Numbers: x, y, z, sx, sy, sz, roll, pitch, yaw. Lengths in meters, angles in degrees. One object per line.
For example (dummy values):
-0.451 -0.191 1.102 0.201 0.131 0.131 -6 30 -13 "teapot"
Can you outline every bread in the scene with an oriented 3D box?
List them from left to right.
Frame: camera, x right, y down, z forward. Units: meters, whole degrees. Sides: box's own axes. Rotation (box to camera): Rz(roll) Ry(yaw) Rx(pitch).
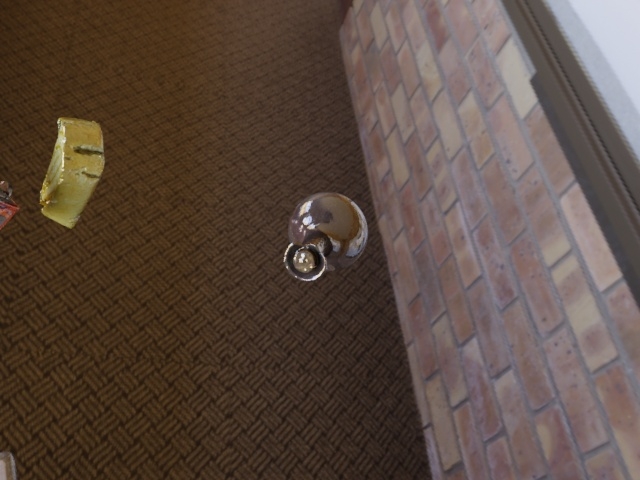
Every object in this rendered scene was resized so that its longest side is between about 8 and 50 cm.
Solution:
-0.346 -0.096 0.854 0.064 0.156 0.118 12 43 -30 "bread"

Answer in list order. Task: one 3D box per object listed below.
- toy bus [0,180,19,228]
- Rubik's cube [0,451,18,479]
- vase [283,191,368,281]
-0.466 -0.079 0.788 0.192 0.077 0.065 40 2 29 "toy bus"
-0.570 0.523 0.807 0.337 0.344 0.344 -5 57 -32 "Rubik's cube"
0.000 0.000 0.867 0.120 0.120 0.183 34 23 2 "vase"
